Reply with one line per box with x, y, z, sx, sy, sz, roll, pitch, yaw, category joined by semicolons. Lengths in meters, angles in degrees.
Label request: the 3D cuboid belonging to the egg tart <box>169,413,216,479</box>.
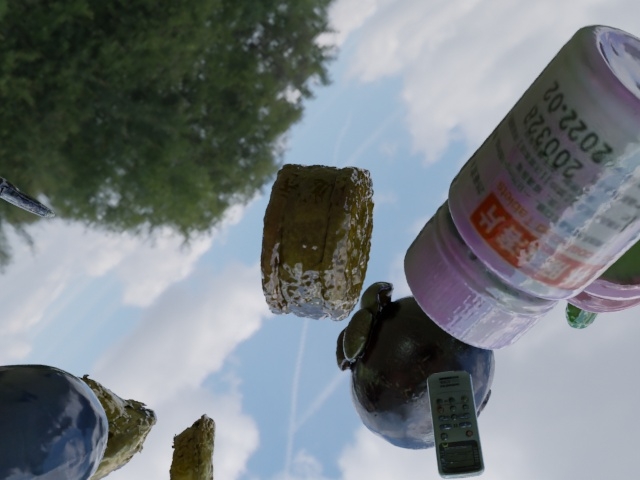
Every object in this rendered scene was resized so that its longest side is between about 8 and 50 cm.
-0.204;0.370;1.453;0.191;0.074;0.191;-176;-90;-86;egg tart

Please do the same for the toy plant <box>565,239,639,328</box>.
0.486;0.031;1.494;0.356;0.316;0.211;79;30;-71;toy plant

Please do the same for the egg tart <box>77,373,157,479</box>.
-0.371;0.267;1.258;0.294;0.116;0.295;-15;-171;3;egg tart

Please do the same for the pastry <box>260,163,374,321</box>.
0.000;0.000;1.015;0.103;0.189;0.189;7;-145;12;pastry

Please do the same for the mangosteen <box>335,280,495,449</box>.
0.159;0.216;1.574;0.288;0.288;0.288;-40;-164;14;mangosteen

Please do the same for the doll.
-0.299;0.183;0.738;0.258;0.154;0.228;-7;-174;3;doll

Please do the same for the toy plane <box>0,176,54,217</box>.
-0.422;-0.081;1.038;0.192;0.262;0.088;-47;-154;20;toy plane

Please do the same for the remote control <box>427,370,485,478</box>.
0.150;0.204;1.013;0.053;0.018;0.125;-5;-124;5;remote control

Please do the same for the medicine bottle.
0.281;-0.052;1.114;0.388;0.219;0.219;-52;-172;37;medicine bottle
